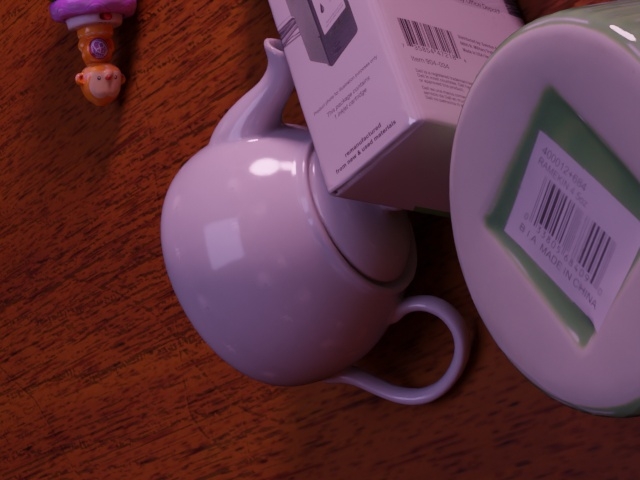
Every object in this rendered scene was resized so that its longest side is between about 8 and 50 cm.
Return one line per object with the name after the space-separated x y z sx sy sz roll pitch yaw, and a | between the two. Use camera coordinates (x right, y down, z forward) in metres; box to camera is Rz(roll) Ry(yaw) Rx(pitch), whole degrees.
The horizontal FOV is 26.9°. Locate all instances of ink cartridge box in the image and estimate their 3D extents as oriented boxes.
0.076 -0.165 1.127 0.115 0.198 0.273 -40 56 38 | ink cartridge box

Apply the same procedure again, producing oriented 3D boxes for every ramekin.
0.222 -0.024 0.913 0.303 0.148 0.303 25 120 55 | ramekin

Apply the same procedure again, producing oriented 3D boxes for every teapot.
0.000 0.000 1.173 0.187 0.256 0.252 -26 52 31 | teapot

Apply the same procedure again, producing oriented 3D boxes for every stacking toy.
-0.281 -0.312 1.610 0.166 0.175 0.302 -8 89 50 | stacking toy
